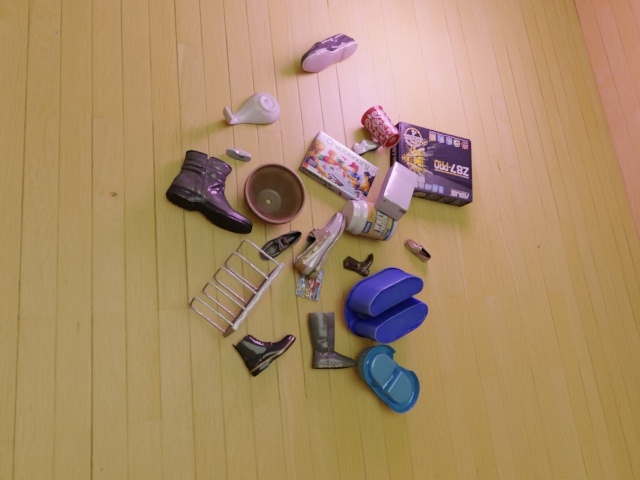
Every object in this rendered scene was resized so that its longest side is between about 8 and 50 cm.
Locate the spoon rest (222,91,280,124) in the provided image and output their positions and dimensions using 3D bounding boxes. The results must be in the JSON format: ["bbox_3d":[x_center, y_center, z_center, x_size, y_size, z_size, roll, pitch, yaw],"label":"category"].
[{"bbox_3d":[-0.275,-0.516,1.882,0.276,0.084,0.137,-27,89,-41],"label":"spoon rest"}]

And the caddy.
[{"bbox_3d":[0.252,0.248,1.834,0.341,0.179,0.242,-22,109,-27],"label":"caddy"}]

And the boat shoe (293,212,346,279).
[{"bbox_3d":[0.000,0.000,1.825,0.103,0.113,0.302,34,61,-10],"label":"boat shoe"}]

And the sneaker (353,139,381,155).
[{"bbox_3d":[0.209,-0.418,2.069,0.152,0.053,0.061,-22,82,-27],"label":"sneaker"}]

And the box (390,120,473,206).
[{"bbox_3d":[0.506,-0.344,2.154,0.394,0.097,0.319,10,75,-20],"label":"box"}]

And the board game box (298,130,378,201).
[{"bbox_3d":[0.080,-0.298,1.978,0.305,0.053,0.193,30,65,-13],"label":"board game box"}]

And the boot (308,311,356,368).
[{"bbox_3d":[0.045,0.372,1.770,0.189,0.076,0.209,8,66,-24],"label":"boot"}]

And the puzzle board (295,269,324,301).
[{"bbox_3d":[-0.040,0.161,1.818,0.096,0.011,0.128,20,68,-18],"label":"puzzle board"}]

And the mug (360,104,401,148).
[{"bbox_3d":[0.281,-0.491,2.061,0.150,0.113,0.169,-12,58,-37],"label":"mug"}]

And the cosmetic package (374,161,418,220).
[{"bbox_3d":[0.307,-0.200,1.907,0.117,0.085,0.231,31,50,-6],"label":"cosmetic package"}]

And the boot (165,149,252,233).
[{"bbox_3d":[-0.366,-0.183,1.721,0.338,0.118,0.223,30,60,-18],"label":"boot"}]

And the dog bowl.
[{"bbox_3d":[0.251,0.515,1.781,0.297,0.074,0.166,50,65,-18],"label":"dog bowl"}]

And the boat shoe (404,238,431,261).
[{"bbox_3d":[0.424,0.037,2.037,0.135,0.045,0.050,38,64,-10],"label":"boat shoe"}]

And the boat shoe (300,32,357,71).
[{"bbox_3d":[0.021,-0.833,2.084,0.335,0.112,0.095,-32,72,-33],"label":"boat shoe"}]

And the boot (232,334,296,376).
[{"bbox_3d":[-0.196,0.361,1.662,0.198,0.077,0.137,-37,87,-29],"label":"boot"}]

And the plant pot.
[{"bbox_3d":[-0.183,-0.165,1.793,0.237,0.109,0.238,7,72,-23],"label":"plant pot"}]

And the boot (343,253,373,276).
[{"bbox_3d":[0.153,0.081,1.915,0.114,0.037,0.107,23,65,-11],"label":"boot"}]

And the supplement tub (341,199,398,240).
[{"bbox_3d":[0.197,-0.083,1.916,0.199,0.144,0.145,11,71,-20],"label":"supplement tub"}]

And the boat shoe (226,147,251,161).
[{"bbox_3d":[-0.315,-0.338,1.831,0.100,0.035,0.035,14,43,-16],"label":"boat shoe"}]

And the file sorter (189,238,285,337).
[{"bbox_3d":[-0.287,0.158,1.612,0.173,0.193,0.278,39,64,-5],"label":"file sorter"}]

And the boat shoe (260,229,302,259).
[{"bbox_3d":[-0.148,0.008,1.783,0.183,0.066,0.066,-36,91,-28],"label":"boat shoe"}]
